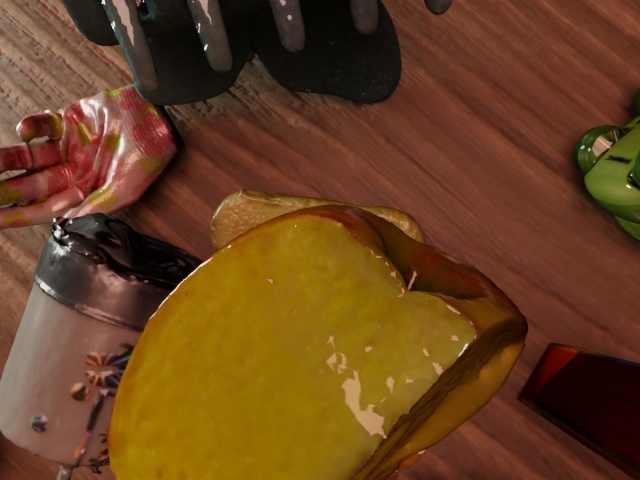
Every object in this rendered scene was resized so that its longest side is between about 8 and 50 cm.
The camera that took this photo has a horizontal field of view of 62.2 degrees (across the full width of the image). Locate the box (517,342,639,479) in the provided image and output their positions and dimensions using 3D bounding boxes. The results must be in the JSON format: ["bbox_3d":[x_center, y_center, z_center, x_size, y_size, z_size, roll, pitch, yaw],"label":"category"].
[{"bbox_3d":[0.318,0.188,0.457,0.198,0.313,0.089,33,87,7],"label":"box"}]

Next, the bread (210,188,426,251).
[{"bbox_3d":[0.000,0.000,0.613,0.246,0.094,0.101,7,94,5],"label":"bread"}]

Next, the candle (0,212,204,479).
[{"bbox_3d":[-0.236,0.146,0.561,0.188,0.187,0.329,21,94,6],"label":"candle"}]

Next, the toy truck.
[{"bbox_3d":[0.395,-0.068,0.574,0.187,0.148,0.210,-25,108,-1],"label":"toy truck"}]

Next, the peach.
[{"bbox_3d":[-0.012,0.152,0.496,0.242,0.306,0.380,37,102,28],"label":"peach"}]

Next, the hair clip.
[{"bbox_3d":[-0.068,-0.268,0.473,0.319,0.238,0.391,-15,117,-4],"label":"hair clip"}]

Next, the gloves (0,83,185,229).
[{"bbox_3d":[-0.287,-0.086,0.628,0.241,0.126,0.145,-29,111,-3],"label":"gloves"}]
